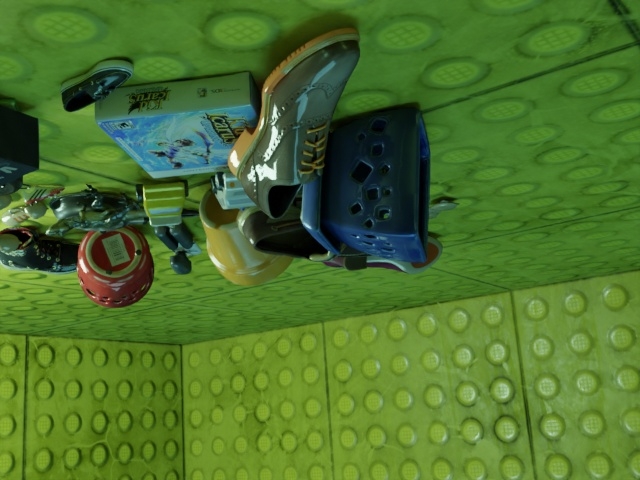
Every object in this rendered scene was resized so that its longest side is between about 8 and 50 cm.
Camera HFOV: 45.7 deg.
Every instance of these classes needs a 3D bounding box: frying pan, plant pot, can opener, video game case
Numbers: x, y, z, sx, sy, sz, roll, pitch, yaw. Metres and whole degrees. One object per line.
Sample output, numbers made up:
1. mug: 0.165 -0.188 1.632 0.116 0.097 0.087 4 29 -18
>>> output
1. frying pan: -0.464 -0.052 1.759 0.326 0.053 0.197 14 157 -43
2. plant pot: -0.169 -0.032 1.647 0.205 0.205 0.188 -7 151 12
3. can opener: -0.367 0.022 1.973 0.076 0.095 0.283 -5 166 1
4. plant pot: 0.087 -0.092 1.388 0.212 0.236 0.236 0 168 14
5. plant pot: -0.513 0.057 1.888 0.191 0.191 0.174 -1 160 -10
6. video game case: -0.207 -0.183 1.266 0.244 0.061 0.269 -6 166 6

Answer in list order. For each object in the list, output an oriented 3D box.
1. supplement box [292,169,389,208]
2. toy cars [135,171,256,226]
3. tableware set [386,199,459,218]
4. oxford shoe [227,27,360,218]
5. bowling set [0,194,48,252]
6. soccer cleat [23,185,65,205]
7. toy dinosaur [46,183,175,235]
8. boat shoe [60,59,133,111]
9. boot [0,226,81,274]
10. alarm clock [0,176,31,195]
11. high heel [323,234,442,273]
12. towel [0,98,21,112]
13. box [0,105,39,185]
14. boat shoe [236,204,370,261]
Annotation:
1. supplement box: 0.047 -0.107 1.616 0.239 0.073 0.130 -3 166 -2
2. toy cars: -0.233 -0.080 1.482 0.394 0.087 0.176 -4 -177 35
3. tableware set: 0.255 -0.078 1.901 0.141 0.020 0.169 2 165 -20
4. oxford shoe: -0.020 -0.164 1.126 0.130 0.132 0.363 -19 161 -32
5. bowling set: -0.698 -0.009 1.570 0.154 0.199 0.287 -15 166 33
6. soccer cleat: -0.570 -0.101 1.564 0.083 0.035 0.029 -24 179 -19
7. toy dinosaur: -0.446 -0.061 1.613 0.268 0.064 0.118 -3 146 -12
8. boat shoe: -0.325 -0.223 1.108 0.142 0.040 0.049 -13 163 34
9. boot: -0.698 0.025 1.918 0.236 0.085 0.178 0 163 -15
10. alarm clock: -0.612 -0.118 1.420 0.129 0.064 0.192 -8 169 17
11. high heel: 0.167 0.017 2.176 0.377 0.127 0.181 1 -165 -34
12. towel: -0.552 -0.194 1.201 0.152 0.023 0.113 -2 167 -10
13. box: -0.546 -0.147 1.166 0.156 0.093 0.158 -16 162 30
14. boat shoe: 0.000 0.000 1.552 0.342 0.123 0.123 11 122 -31
